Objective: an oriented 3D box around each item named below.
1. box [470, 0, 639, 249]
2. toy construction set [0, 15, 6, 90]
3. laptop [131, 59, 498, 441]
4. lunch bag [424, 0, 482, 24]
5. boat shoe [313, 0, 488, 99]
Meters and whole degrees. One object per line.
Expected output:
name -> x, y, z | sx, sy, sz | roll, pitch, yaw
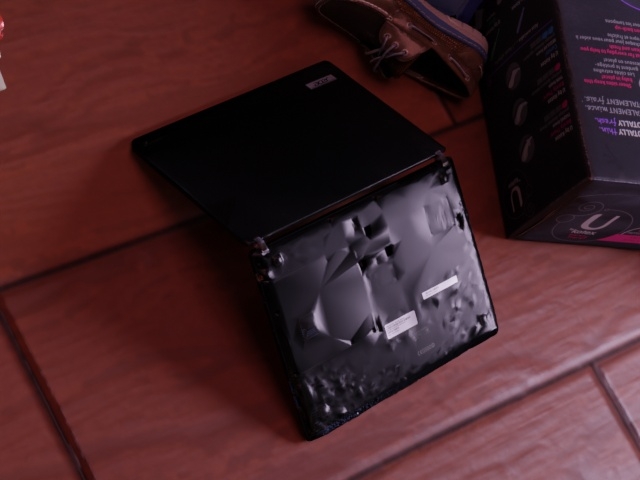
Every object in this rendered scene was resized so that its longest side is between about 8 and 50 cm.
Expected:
box -> 0.254, -0.142, 1.604 | 0.165, 0.143, 0.270 | 5, 65, -26
toy construction set -> -0.362, -0.065, 1.230 | 0.328, 0.151, 0.215 | -26, 80, -25
laptop -> 0.000, 0.000, 1.472 | 0.234, 0.136, 0.264 | -27, 106, -35
lunch bag -> 0.064, -0.369, 1.636 | 0.221, 0.138, 0.293 | 19, 48, -18
boat shoe -> 0.074, -0.185, 1.573 | 0.183, 0.066, 0.066 | 20, 59, -20
